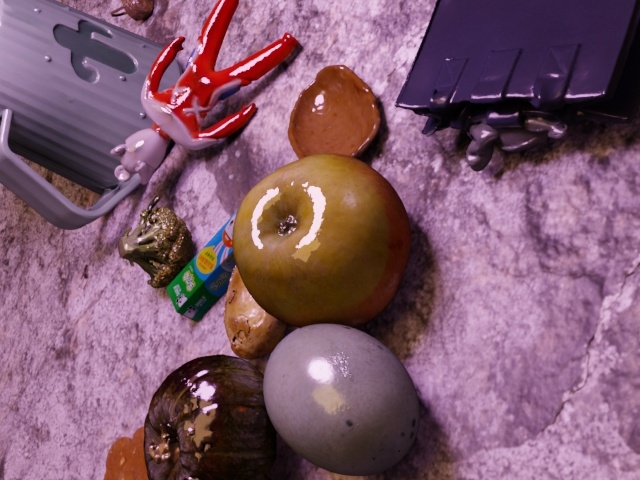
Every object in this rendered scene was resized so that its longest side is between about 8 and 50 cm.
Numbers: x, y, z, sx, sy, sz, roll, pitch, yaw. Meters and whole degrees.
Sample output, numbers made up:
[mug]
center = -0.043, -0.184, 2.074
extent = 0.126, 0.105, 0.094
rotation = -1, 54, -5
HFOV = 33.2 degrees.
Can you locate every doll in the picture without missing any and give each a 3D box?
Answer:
[doll]
center = -0.216, -0.244, 1.826
extent = 0.188, 0.099, 0.384
rotation = 45, 93, 4

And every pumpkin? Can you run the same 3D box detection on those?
[pumpkin]
center = -0.150, 0.267, 1.414
extent = 0.238, 0.159, 0.237
rotation = -31, 53, 54

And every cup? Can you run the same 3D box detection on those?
[cup]
center = -0.461, -0.251, 1.916
extent = 0.310, 0.392, 0.401
rotation = -50, 46, 19

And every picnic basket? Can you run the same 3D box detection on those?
[picnic basket]
center = -0.394, -0.482, 2.228
extent = 0.083, 0.072, 0.072
rotation = -20, 53, 25

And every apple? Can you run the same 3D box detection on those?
[apple]
center = 0.000, 0.000, 1.431
extent = 0.261, 0.194, 0.260
rotation = -18, 56, 29

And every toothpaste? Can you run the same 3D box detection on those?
[toothpaste]
center = -0.132, 0.010, 1.668
extent = 0.266, 0.050, 0.065
rotation = -46, 44, 15

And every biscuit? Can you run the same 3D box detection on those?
[biscuit]
center = -0.264, 0.411, 1.556
extent = 0.202, 0.044, 0.288
rotation = -34, 44, 25

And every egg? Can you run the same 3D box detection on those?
[egg]
center = 0.022, 0.191, 1.307
extent = 0.169, 0.169, 0.236
rotation = -58, 33, 0

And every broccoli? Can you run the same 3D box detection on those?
[broccoli]
center = -0.268, 0.008, 1.755
extent = 0.130, 0.120, 0.131
rotation = 67, 151, 27

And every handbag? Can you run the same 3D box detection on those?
[handbag]
center = 0.268, -0.226, 1.364
extent = 0.326, 0.118, 0.269
rotation = 4, 62, 47

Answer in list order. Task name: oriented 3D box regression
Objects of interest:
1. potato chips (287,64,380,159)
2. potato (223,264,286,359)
[potato chips]
center = 0.023, -0.179, 1.631
extent = 0.150, 0.049, 0.201
rotation = -44, 40, 10
[potato]
center = -0.092, 0.090, 1.558
extent = 0.107, 0.080, 0.170
rotation = 0, 64, 32
